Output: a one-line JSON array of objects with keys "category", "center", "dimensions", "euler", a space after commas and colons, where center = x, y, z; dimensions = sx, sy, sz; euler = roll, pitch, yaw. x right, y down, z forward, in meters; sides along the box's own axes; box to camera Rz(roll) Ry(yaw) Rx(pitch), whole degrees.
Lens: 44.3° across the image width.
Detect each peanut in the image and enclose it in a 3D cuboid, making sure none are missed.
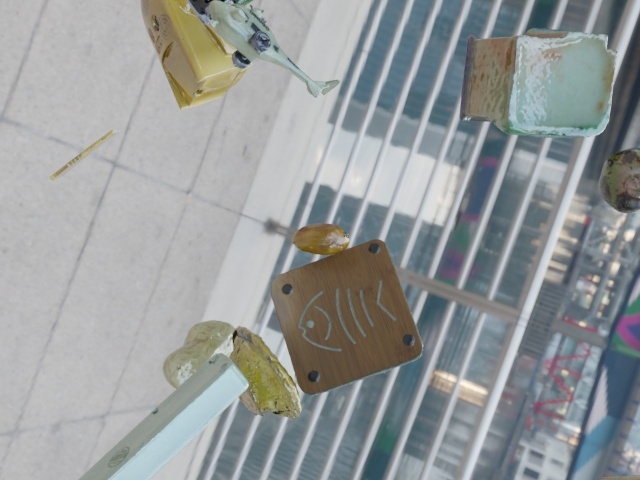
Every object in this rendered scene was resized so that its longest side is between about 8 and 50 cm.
[{"category": "peanut", "center": [-0.293, 0.272, 1.904], "dimensions": [0.256, 0.123, 0.124], "euler": [-36, 143, -57]}]

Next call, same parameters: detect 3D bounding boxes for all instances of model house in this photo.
[{"category": "model house", "center": [0.478, -0.369, 1.834], "dimensions": [0.312, 0.280, 0.245], "euler": [-3, 101, -24]}]

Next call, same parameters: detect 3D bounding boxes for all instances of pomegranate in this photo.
[{"category": "pomegranate", "center": [0.659, -0.117, 1.635], "dimensions": [0.138, 0.125, 0.163], "euler": [-64, -154, 17]}]

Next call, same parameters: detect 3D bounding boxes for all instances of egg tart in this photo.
[{"category": "egg tart", "center": [-0.134, 0.297, 1.699], "dimensions": [0.106, 0.241, 0.241], "euler": [-34, 148, -20]}]

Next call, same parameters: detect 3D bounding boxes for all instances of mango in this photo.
[{"category": "mango", "center": [0.000, 0.000, 1.691], "dimensions": [0.077, 0.127, 0.063], "euler": [87, 5, -49]}]

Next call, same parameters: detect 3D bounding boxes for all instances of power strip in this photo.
[{"category": "power strip", "center": [-0.281, 0.339, 1.285], "dimensions": [0.385, 0.091, 0.062], "euler": [-43, 110, -15]}]

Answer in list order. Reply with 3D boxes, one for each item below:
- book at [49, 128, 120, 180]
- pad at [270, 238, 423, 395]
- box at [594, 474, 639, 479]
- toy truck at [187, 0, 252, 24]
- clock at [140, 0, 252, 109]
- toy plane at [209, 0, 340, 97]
[{"category": "book", "center": [-0.522, -0.193, 1.753], "dimensions": [0.172, 0.012, 0.118], "euler": [-38, -169, -2]}, {"category": "pad", "center": [0.051, 0.167, 1.718], "dimensions": [0.018, 0.284, 0.287], "euler": [54, 17, -69]}, {"category": "box", "center": [0.610, 0.602, 1.727], "dimensions": [0.301, 0.084, 0.193], "euler": [-10, 167, -35]}, {"category": "toy truck", "center": [-0.154, -0.531, 1.563], "dimensions": [0.253, 0.114, 0.124], "euler": [-34, 179, -3]}, {"category": "clock", "center": [-0.322, -0.519, 1.955], "dimensions": [0.200, 0.317, 0.244], "euler": [-32, -178, -29]}, {"category": "toy plane", "center": [-0.093, -0.361, 1.496], "dimensions": [0.092, 0.286, 0.108], "euler": [-28, -149, 51]}]
